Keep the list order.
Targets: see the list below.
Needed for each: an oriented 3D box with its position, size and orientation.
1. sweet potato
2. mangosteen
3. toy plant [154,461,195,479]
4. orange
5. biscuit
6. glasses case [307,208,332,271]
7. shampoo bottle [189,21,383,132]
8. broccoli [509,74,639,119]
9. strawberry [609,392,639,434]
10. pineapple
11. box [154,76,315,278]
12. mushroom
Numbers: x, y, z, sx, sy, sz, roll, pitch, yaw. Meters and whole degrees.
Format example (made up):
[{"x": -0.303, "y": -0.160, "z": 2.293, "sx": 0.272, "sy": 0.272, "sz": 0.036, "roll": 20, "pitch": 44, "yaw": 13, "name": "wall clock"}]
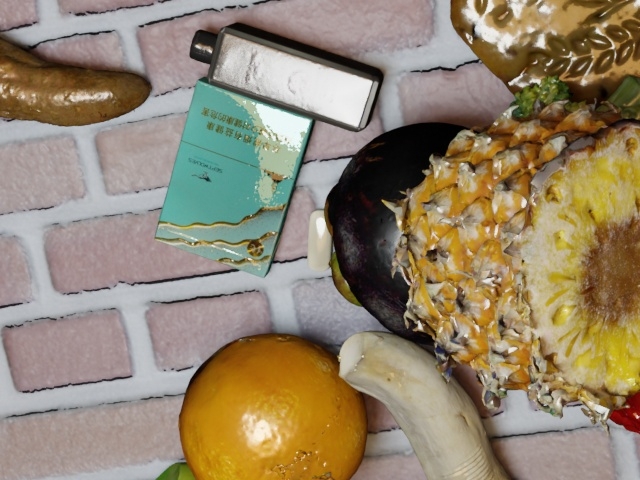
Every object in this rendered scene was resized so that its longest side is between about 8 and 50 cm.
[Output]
[{"x": -0.399, "y": -0.212, "z": 1.849, "sx": 0.341, "sy": 0.092, "sz": 0.114, "roll": 19, "pitch": 80, "yaw": 5, "name": "sweet potato"}, {"x": 0.116, "y": 0.001, "z": 1.745, "sx": 0.302, "sy": 0.275, "sz": 0.275, "roll": -22, "pitch": 100, "yaw": 48, "name": "mangosteen"}, {"x": -0.109, "y": 0.450, "z": 1.914, "sx": 0.316, "sy": 0.184, "sz": 0.224, "roll": 38, "pitch": 127, "yaw": -12, "name": "toy plant"}, {"x": -0.060, "y": 0.238, "z": 1.816, "sx": 0.246, "sy": 0.246, "sz": 0.246, "roll": 2, "pitch": 103, "yaw": 9, "name": "orange"}, {"x": 0.329, "y": -0.325, "z": 1.726, "sx": 0.359, "sy": 0.046, "sz": 0.359, "roll": 2, "pitch": 104, "yaw": 10, "name": "biscuit"}, {"x": 0.000, "y": 0.000, "z": 1.863, "sx": 0.032, "sy": 0.021, "sz": 0.083, "roll": 4, "pitch": 103, "yaw": 8, "name": "glasses case"}, {"x": -0.047, "y": -0.214, "z": 1.793, "sx": 0.246, "sy": 0.079, "sz": 0.080, "roll": 18, "pitch": 105, "yaw": 5, "name": "shampoo bottle"}, {"x": 0.332, "y": -0.121, "z": 1.710, "sx": 0.219, "sy": 0.194, "sz": 0.194, "roll": 43, "pitch": 106, "yaw": 11, "name": "broccoli"}, {"x": 0.453, "y": 0.125, "z": 1.648, "sx": 0.317, "sy": 0.345, "sz": 0.295, "roll": -14, "pitch": 105, "yaw": 9, "name": "strawberry"}, {"x": 0.238, "y": 0.020, "z": 1.468, "sx": 0.352, "sy": 0.300, "sz": 0.352, "roll": 1, "pitch": 88, "yaw": -28, "name": "pineapple"}, {"x": -0.114, "y": -0.082, "z": 1.849, "sx": 0.162, "sy": 0.041, "sz": 0.229, "roll": 19, "pitch": 108, "yaw": 6, "name": "box"}, {"x": 0.149, "y": 0.242, "z": 1.812, "sx": 0.123, "sy": 0.095, "sz": 0.351, "roll": -45, "pitch": 114, "yaw": -16, "name": "mushroom"}]
